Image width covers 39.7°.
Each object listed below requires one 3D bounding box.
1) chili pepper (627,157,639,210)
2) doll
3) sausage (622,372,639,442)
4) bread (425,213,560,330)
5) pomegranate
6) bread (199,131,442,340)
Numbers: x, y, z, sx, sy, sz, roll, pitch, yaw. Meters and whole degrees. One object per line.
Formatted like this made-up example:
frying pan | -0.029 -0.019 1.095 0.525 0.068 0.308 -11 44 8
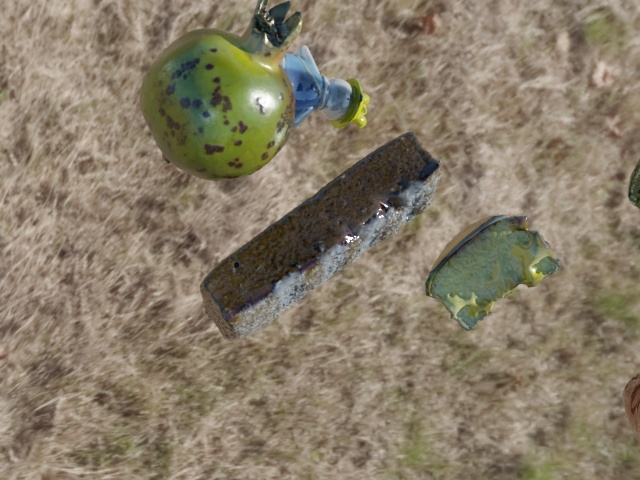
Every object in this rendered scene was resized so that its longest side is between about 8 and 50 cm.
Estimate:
chili pepper | 0.434 -0.117 1.050 0.073 0.204 0.072 -8 45 -48
doll | -0.017 -0.259 1.552 0.241 0.099 0.135 15 44 -26
sausage | 0.328 0.185 0.673 0.094 0.419 0.094 -7 99 3
bread | 0.336 0.041 1.758 0.174 0.251 0.133 44 23 -9
pomegranate | -0.118 -0.197 1.114 0.198 0.198 0.246 13 96 -24
bread | 0.000 0.000 1.388 0.416 0.165 0.113 -36 76 -11
